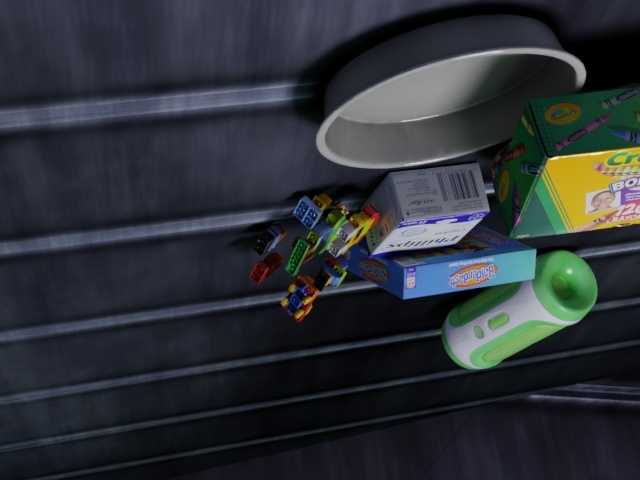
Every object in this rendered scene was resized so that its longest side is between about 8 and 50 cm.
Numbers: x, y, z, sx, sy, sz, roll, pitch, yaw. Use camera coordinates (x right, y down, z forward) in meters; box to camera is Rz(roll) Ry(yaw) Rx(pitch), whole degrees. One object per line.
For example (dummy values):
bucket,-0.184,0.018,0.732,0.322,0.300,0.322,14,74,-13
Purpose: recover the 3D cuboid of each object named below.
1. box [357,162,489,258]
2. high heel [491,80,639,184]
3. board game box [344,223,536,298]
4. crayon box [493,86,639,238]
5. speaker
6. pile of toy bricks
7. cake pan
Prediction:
box,0.131,-0.038,1.996,0.126,0.072,0.137,-7,163,-19
high heel,0.330,-0.132,1.891,0.261,0.093,0.186,-27,-175,1
board game box,0.161,0.024,2.110,0.210,0.047,0.160,-8,-162,-27
crayon box,0.347,-0.092,1.718,0.279,0.081,0.165,-7,150,-13
speaker,0.324,0.118,2.563,0.131,0.131,0.296,-3,160,-32
pile of toy bricks,0.000,0.000,2.004,0.105,0.118,0.212,-36,164,-42
cake pan,0.132,-0.157,1.641,0.293,0.054,0.293,-13,163,-4
